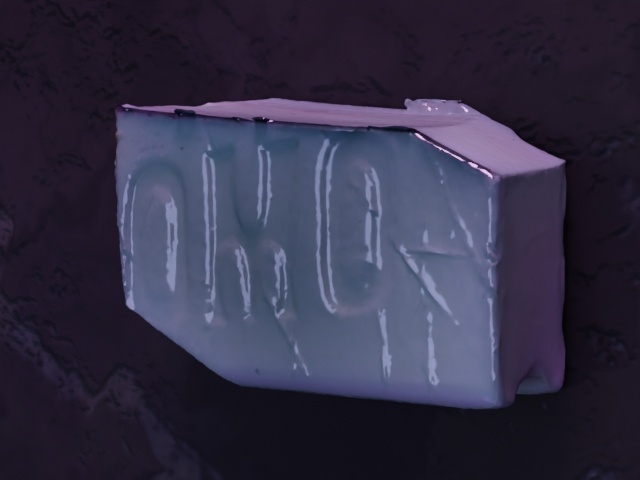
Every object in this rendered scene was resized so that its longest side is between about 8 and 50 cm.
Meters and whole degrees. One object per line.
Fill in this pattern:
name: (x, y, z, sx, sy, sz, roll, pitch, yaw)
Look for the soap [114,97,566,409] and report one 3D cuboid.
soap: (0.000, 0.000, 0.739, 0.231, 0.091, 0.145, 2, 94, 32)
